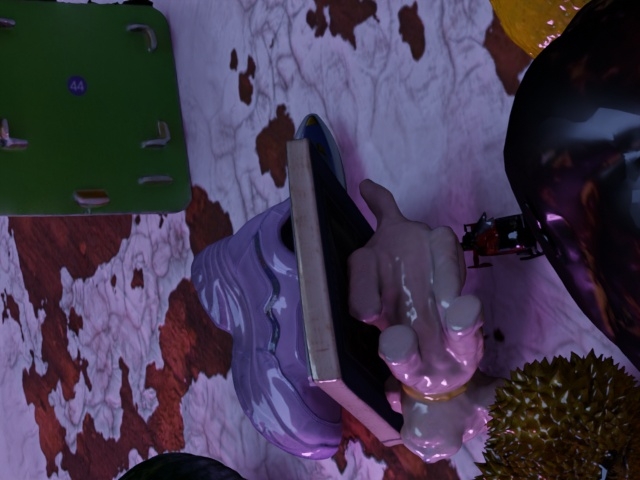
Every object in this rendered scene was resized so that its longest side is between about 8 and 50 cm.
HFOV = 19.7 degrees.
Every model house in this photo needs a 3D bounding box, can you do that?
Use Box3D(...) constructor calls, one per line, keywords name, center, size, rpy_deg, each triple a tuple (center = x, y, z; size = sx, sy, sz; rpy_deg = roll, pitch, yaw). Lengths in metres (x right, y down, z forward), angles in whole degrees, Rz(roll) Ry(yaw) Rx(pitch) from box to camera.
Box3D(name="model house", center=(-0.367, -0.101, 1.980), size=(0.313, 0.358, 0.242), rpy_deg=(-28, 69, 55))

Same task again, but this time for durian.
Box3D(name="durian", center=(0.179, 0.155, 1.279), size=(0.158, 0.137, 0.168), rpy_deg=(67, 159, -6))

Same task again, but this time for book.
Box3D(name="book", center=(0.024, 0.049, 1.467), size=(0.269, 0.025, 0.191), rpy_deg=(50, -149, -69))

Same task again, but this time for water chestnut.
Box3D(name="water chestnut", center=(0.250, -0.039, 1.042), size=(0.289, 0.244, 0.289), rpy_deg=(51, 167, 17))

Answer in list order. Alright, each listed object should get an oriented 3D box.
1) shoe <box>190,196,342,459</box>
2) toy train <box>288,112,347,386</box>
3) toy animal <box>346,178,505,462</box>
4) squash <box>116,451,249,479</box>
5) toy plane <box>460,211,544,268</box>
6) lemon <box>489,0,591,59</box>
Box3D(name="shoe", center=(-0.022, 0.076, 1.666), size=(0.137, 0.095, 0.245), rpy_deg=(-45, 57, 33))
Box3D(name="toy train", center=(0.000, 0.000, 1.608), size=(0.048, 0.055, 0.252), rpy_deg=(54, -153, -69))
Box3D(name="toy animal", center=(0.082, 0.066, 1.445), size=(0.185, 0.104, 0.184), rpy_deg=(61, -172, -48))
Box3D(name="squash", center=(-0.118, 0.300, 1.746), size=(0.172, 0.218, 0.218), rpy_deg=(-57, 29, -11))
Box3D(name="toy plane", center=(0.132, -0.001, 1.421), size=(0.145, 0.060, 0.037), rpy_deg=(152, 113, -74))
Box3D(name="lemon", center=(0.193, -0.192, 1.185), size=(0.193, 0.180, 0.180), rpy_deg=(-56, 41, 15))
